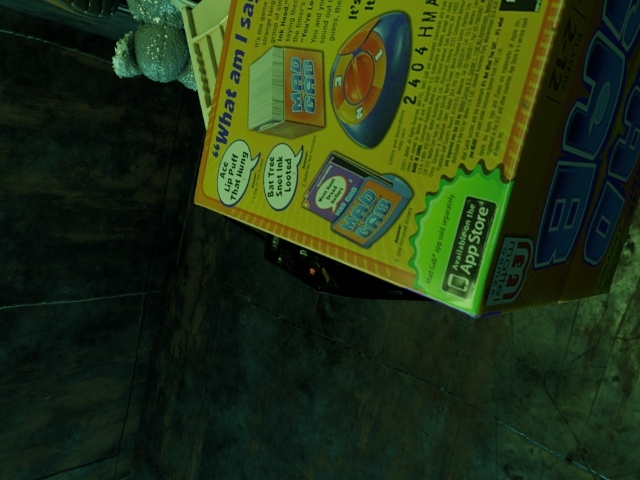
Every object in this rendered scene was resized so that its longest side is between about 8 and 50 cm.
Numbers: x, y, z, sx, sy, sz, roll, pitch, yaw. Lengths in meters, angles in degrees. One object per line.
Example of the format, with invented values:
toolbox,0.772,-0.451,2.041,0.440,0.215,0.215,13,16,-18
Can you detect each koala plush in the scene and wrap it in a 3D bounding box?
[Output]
koala plush,-0.279,-0.388,1.032,0.196,0.221,0.203,8,-165,-22

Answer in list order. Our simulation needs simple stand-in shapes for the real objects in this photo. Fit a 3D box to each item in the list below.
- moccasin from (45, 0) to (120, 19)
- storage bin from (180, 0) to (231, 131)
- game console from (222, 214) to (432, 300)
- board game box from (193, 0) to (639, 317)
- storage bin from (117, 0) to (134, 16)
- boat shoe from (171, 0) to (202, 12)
moccasin,-0.512,-0.488,1.000,0.147,0.139,0.380,25,-163,27
storage bin,-0.046,-0.226,0.860,0.123,0.260,0.262,-27,157,33
game console,0.000,0.000,0.732,0.213,0.044,0.361,7,-168,-35
board game box,0.138,-0.158,0.625,0.356,0.356,0.356,21,-167,39
storage bin,-0.408,-0.534,1.237,0.180,0.084,0.122,7,-168,-26
boat shoe,-0.087,-0.380,0.916,0.302,0.109,0.098,5,-164,-13
